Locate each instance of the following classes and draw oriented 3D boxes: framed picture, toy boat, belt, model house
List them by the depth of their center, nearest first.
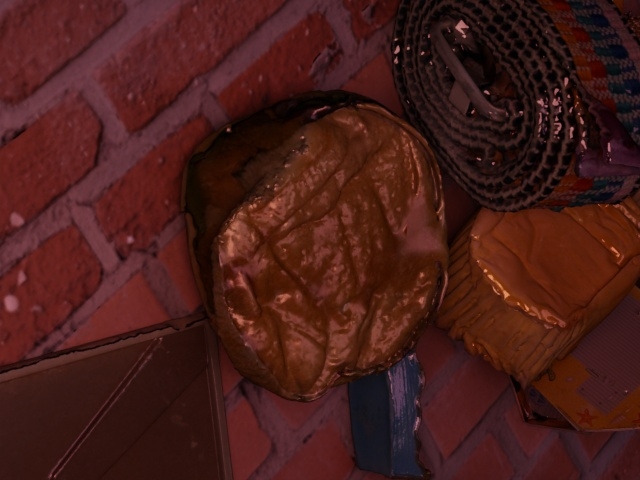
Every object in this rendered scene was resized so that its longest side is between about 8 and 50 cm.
[{"bbox_3d":[-0.197,0.193,1.318,0.289,0.020,0.211,-15,104,-39],"label":"framed picture"},{"bbox_3d":[0.187,-0.145,1.463,0.160,0.207,0.295,-7,59,-39],"label":"belt"},{"bbox_3d":[0.078,0.146,1.517,0.077,0.075,0.185,-7,95,-38],"label":"toy boat"},{"bbox_3d":[0.291,0.152,1.674,0.219,0.207,0.136,-37,154,-33],"label":"model house"}]

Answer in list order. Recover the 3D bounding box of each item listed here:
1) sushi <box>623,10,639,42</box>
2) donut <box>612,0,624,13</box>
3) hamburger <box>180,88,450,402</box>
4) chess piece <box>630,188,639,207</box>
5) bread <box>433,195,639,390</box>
[{"bbox_3d":[0.356,-0.229,1.736,0.118,0.061,0.060,-32,126,-33],"label":"sushi"},{"bbox_3d":[0.269,-0.271,1.656,0.140,0.059,0.140,-5,97,-40],"label":"donut"},{"bbox_3d":[-0.001,-0.002,1.400,0.285,0.134,0.265,-20,110,-31],"label":"hamburger"},{"bbox_3d":[0.372,-0.044,1.764,0.200,0.090,0.090,32,73,-50],"label":"chess piece"},{"bbox_3d":[0.222,0.028,1.571,0.179,0.133,0.250,44,50,-1],"label":"bread"}]
